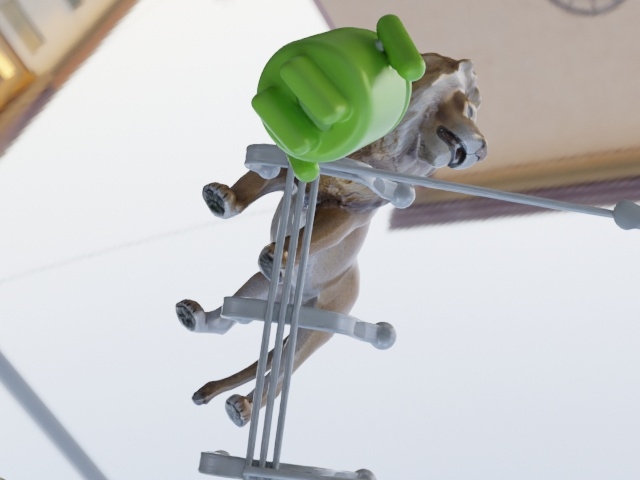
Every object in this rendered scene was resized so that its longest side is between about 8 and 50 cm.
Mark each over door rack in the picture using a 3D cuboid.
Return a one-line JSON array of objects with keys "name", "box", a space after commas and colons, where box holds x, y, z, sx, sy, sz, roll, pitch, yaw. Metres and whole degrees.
[{"name": "over door rack", "box": [0.091, 0.072, 0.792, 0.324, 0.239, 0.108, 8, 173, -1]}]

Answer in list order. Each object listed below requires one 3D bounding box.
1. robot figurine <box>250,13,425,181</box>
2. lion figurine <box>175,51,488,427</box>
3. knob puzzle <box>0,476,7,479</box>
[{"name": "robot figurine", "box": [0.009, -0.081, 0.612, 0.101, 0.067, 0.115, -46, 174, 28]}, {"name": "lion figurine", "box": [0.000, 0.000, 1.023, 0.240, 0.142, 0.392, -34, 163, -37]}, {"name": "knob puzzle", "box": [-0.203, 0.211, 0.634, 0.030, 0.213, 0.213, -39, -162, 27]}]
